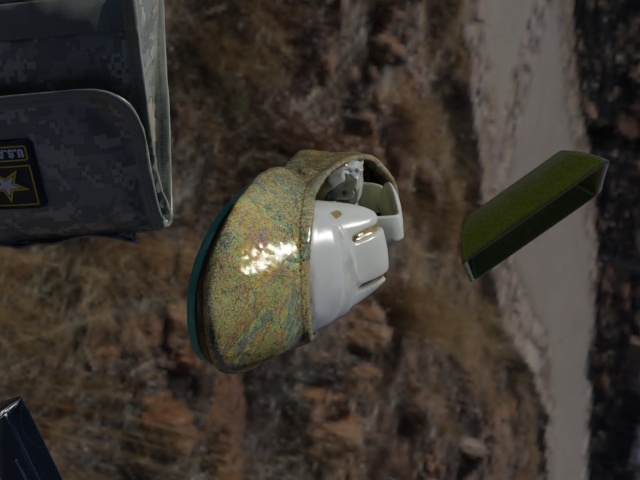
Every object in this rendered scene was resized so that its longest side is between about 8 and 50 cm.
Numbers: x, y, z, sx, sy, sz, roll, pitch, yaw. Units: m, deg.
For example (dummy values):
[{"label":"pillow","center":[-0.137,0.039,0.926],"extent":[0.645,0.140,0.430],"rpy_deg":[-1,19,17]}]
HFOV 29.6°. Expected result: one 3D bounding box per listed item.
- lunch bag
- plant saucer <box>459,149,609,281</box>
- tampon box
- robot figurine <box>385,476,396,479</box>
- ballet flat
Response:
[{"label":"lunch bag","center":[-0.243,-0.132,0.959],"extent":[0.169,0.235,0.287],"rpy_deg":[-58,144,-85]},{"label":"plant saucer","center":[0.229,-0.034,1.359],"extent":[0.188,0.045,0.188],"rpy_deg":[-35,167,3]},{"label":"tampon box","center":[-0.381,0.256,1.303],"extent":[0.101,0.161,0.120],"rpy_deg":[-38,106,-56]},{"label":"robot figurine","center":[0.119,0.310,0.960],"extent":[0.085,0.291,0.211],"rpy_deg":[-42,168,-22]},{"label":"ballet flat","center":[0.000,0.000,0.870],"extent":[0.348,0.123,0.123],"rpy_deg":[-57,155,-73]}]
